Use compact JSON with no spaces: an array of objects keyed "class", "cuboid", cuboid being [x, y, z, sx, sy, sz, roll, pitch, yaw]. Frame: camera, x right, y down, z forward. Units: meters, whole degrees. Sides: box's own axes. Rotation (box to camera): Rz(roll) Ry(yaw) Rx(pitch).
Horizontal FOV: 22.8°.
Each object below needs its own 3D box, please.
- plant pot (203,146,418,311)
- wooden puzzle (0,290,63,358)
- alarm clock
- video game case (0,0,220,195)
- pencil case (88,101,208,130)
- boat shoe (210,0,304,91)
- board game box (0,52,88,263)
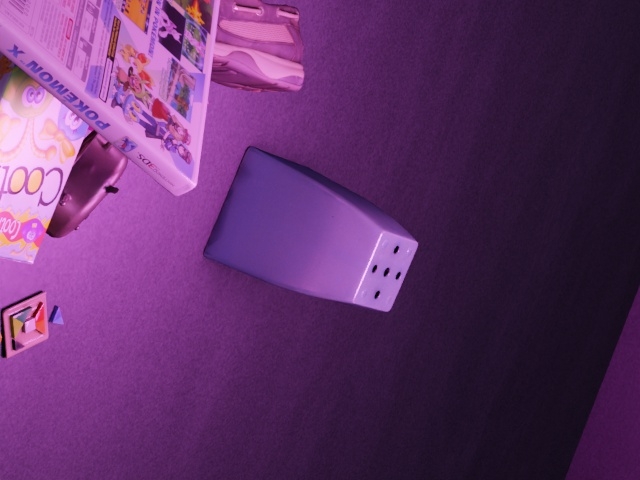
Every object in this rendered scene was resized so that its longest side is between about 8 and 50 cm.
[{"class":"plant pot","cuboid":[0.000,0.000,2.173,0.165,0.234,0.166,17,97,-57]},{"class":"wooden puzzle","cuboid":[-0.359,0.105,1.936,0.116,0.014,0.079,-34,137,-39]},{"class":"alarm clock","cuboid":[-0.281,-0.060,1.809,0.064,0.192,0.129,43,68,-15]},{"class":"video game case","cuboid":[-0.219,-0.252,1.628,0.300,0.036,0.329,41,37,-37]},{"class":"pencil case","cuboid":[-0.239,-0.172,1.845,0.236,0.104,0.104,11,102,-57]},{"class":"boat shoe","cuboid":[-0.143,-0.272,1.915,0.355,0.132,0.130,14,81,-59]},{"class":"board game box","cuboid":[-0.344,-0.135,1.677,0.142,0.144,0.275,17,97,-57]}]
